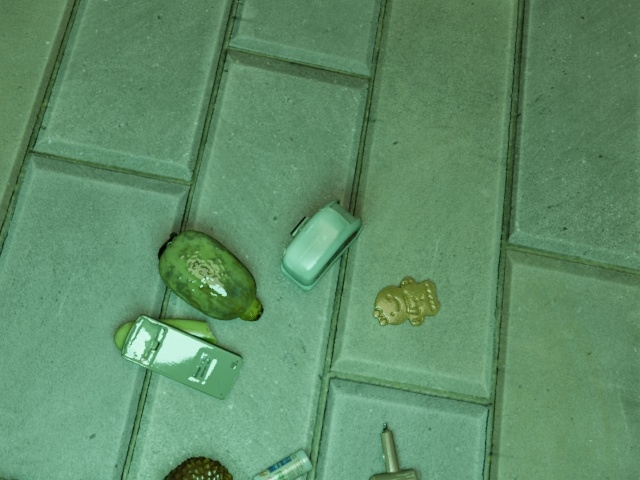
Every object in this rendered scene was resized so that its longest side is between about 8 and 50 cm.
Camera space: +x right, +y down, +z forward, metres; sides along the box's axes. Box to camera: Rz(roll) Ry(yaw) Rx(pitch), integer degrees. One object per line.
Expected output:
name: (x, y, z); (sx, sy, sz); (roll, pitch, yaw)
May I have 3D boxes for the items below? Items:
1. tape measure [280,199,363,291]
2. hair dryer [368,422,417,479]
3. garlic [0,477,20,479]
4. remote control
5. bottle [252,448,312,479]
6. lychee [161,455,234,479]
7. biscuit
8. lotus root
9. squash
tape measure: (0.000, 0.000, 1.877); (0.125, 0.246, 0.243); (38, 77, 9)
hair dryer: (0.170, 0.546, 1.810); (0.117, 0.064, 0.182); (-5, 65, -9)
garlic: (-0.715, 0.634, 1.593); (0.228, 0.152, 0.228); (1, 75, -5)
remote control: (-0.338, 0.284, 1.779); (0.285, 0.038, 0.123); (24, 89, -13)
bottle: (-0.124, 0.580, 1.748); (0.217, 0.060, 0.060); (-27, 78, -17)
lychee: (-0.284, 0.588, 1.652); (0.200, 0.200, 0.238); (-36, 39, -18)
biscuit: (0.230, 0.165, 1.958); (0.184, 0.027, 0.133); (2, 73, -8)
lotus root: (-0.271, 0.097, 1.843); (0.309, 0.173, 0.173); (36, 70, -3)
squash: (-0.387, 0.237, 1.816); (0.250, 0.083, 0.083); (-2, 72, -12)
